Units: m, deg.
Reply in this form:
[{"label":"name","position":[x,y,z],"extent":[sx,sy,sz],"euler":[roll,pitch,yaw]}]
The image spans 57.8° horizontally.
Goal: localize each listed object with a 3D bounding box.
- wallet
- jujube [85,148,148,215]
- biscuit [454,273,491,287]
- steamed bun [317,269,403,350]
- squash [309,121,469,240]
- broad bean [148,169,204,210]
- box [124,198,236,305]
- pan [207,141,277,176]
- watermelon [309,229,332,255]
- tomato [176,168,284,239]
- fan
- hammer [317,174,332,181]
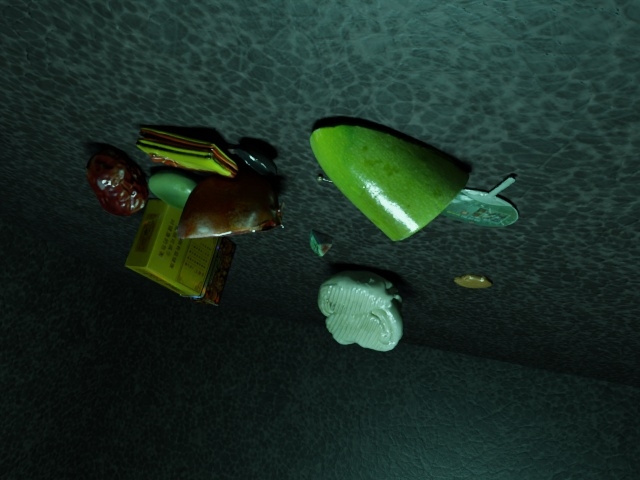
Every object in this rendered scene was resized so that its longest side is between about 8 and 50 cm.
[{"label":"wallet","position":[-0.338,-0.214,1.476],"extent":[0.241,0.067,0.141],"euler":[15,168,26]},{"label":"jujube","position":[-0.605,-0.170,1.727],"extent":[0.155,0.155,0.230],"euler":[13,157,7]},{"label":"biscuit","position":[0.519,0.141,1.970],"extent":[0.102,0.019,0.130],"euler":[22,160,-24]},{"label":"steamed bun","position":[0.167,0.234,2.191],"extent":[0.324,0.219,0.310],"euler":[-1,119,29]},{"label":"squash","position":[0.129,-0.168,1.299],"extent":[0.309,0.210,0.233],"euler":[47,157,-6]},{"label":"broad bean","position":[-0.407,-0.145,1.749],"extent":[0.228,0.100,0.169],"euler":[28,153,-2]},{"label":"box","position":[-0.492,0.055,2.122],"extent":[0.115,0.264,0.415],"euler":[2,159,30]},{"label":"pan","position":[-0.196,-0.216,1.447],"extent":[0.212,0.040,0.115],"euler":[24,166,23]},{"label":"watermelon","position":[-0.005,0.001,1.930],"extent":[0.084,0.072,0.092],"euler":[8,126,55]},{"label":"tomato","position":[-0.243,-0.103,1.547],"extent":[0.308,0.170,0.309],"euler":[-6,-175,1]},{"label":"fan","position":[0.407,-0.081,1.411],"extent":[0.223,0.012,0.294],"euler":[26,160,-31]},{"label":"hammer","position":[0.051,-0.147,1.495],"extent":[0.122,0.014,0.029],"euler":[14,171,-1]}]
